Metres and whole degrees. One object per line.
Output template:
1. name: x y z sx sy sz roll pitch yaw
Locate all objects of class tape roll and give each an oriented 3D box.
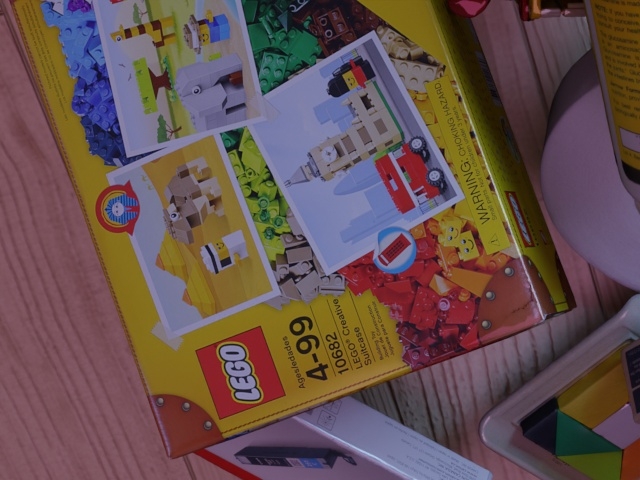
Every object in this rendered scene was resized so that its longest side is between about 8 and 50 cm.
1. tape roll: 0.407 -0.068 1.836 0.392 0.072 0.392 9 142 7

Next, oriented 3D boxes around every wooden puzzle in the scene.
1. wooden puzzle: 0.321 0.184 2.036 0.221 0.044 0.239 32 116 -30

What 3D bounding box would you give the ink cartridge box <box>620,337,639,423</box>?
1. ink cartridge box: 0.452 0.122 1.910 0.235 0.088 0.193 6 155 -28

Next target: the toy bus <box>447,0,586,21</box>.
1. toy bus: 0.220 -0.259 1.719 0.202 0.191 0.104 14 113 39

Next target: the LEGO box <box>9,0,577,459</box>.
1. LEGO box: -0.032 -0.101 1.772 0.372 0.193 0.500 -22 84 15

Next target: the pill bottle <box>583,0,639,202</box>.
1. pill bottle: 0.308 -0.202 1.554 0.188 0.188 0.334 -11 118 11

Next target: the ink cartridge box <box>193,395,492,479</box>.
1. ink cartridge box: -0.004 0.255 2.066 0.296 0.066 0.261 29 142 -9
